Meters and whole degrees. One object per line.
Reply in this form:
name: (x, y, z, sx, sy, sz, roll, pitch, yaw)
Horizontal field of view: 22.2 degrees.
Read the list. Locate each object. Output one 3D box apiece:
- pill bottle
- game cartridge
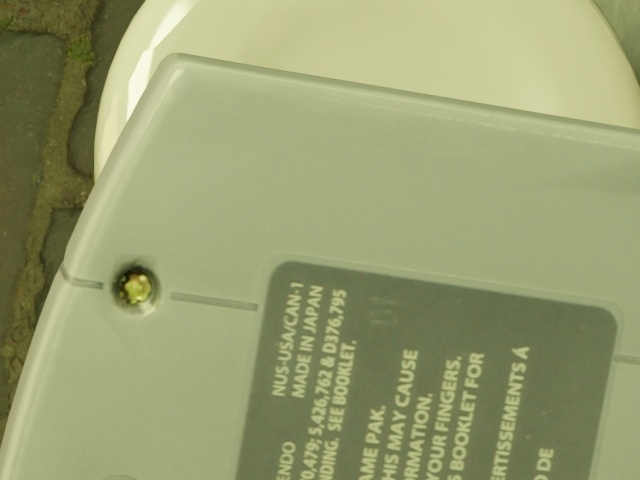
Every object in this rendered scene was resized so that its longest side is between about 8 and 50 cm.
pill bottle: (0.000, 0.000, 0.677, 0.334, 0.187, 0.188, 127, 151, -78)
game cartridge: (0.002, 0.104, 0.465, 0.062, 0.198, 0.297, -125, 45, -81)
